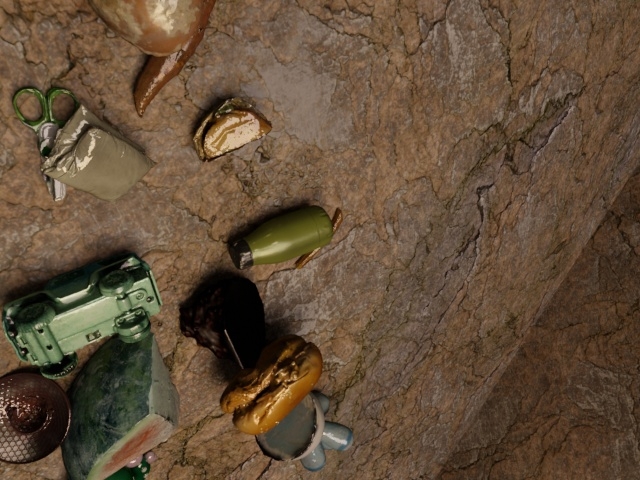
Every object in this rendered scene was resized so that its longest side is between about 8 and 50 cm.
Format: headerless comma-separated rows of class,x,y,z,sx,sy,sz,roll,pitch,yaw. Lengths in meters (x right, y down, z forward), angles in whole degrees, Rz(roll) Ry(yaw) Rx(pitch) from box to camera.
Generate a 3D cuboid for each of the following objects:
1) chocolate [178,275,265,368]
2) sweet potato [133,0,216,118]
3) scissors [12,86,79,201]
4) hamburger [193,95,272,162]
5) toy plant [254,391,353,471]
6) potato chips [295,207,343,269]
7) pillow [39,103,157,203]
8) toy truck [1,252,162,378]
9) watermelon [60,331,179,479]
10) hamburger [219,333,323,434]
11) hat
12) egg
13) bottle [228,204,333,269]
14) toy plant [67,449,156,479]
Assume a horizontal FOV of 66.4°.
chocolate,-0.261,0.200,1.227,0.177,0.206,0.224,-7,120,17
sweet potato,-0.258,-0.364,0.901,0.314,0.072,0.066,-60,149,4
scissors,-0.479,-0.168,0.874,0.101,0.027,0.204,-10,120,-31
hamburger,-0.194,-0.246,1.024,0.176,0.087,0.102,-29,119,-12
toy plant,-0.031,0.609,1.584,0.247,0.247,0.332,-50,139,-2
potato chips,0.000,0.000,1.366,0.204,0.026,0.037,-51,132,0
pillow,-0.403,-0.146,0.903,0.134,0.078,0.181,-50,157,1
toy truck,-0.468,0.141,0.982,0.279,0.156,0.155,-24,129,-25
watermelon,-0.438,0.396,1.146,0.387,0.228,0.258,-55,145,10
hamburger,-0.123,0.377,1.306,0.290,0.170,0.314,-45,176,-4
hat,-0.628,0.372,1.059,0.193,0.082,0.193,0,89,-7
egg,-0.279,-0.414,0.772,0.195,0.195,0.233,-31,119,-20
bottle,-0.098,-0.002,1.223,0.260,0.112,0.112,-22,128,-27
toy plant,-0.553,0.626,1.246,0.232,0.112,0.243,-55,141,5
